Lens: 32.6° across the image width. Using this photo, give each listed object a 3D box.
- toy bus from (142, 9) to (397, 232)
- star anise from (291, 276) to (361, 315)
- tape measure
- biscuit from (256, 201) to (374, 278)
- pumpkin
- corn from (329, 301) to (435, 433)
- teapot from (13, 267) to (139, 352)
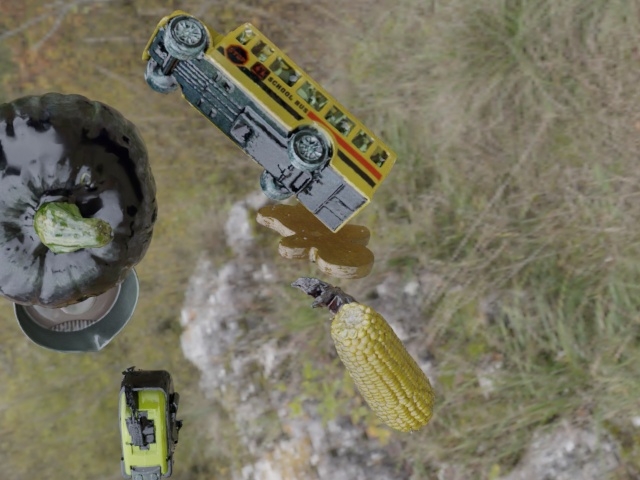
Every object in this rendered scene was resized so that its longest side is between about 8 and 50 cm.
[{"bbox_3d":[-0.065,-0.162,1.378,0.335,0.123,0.121,42,149,-3],"label":"toy bus"},{"bbox_3d":[0.020,0.099,1.843,0.141,0.141,0.042,36,98,41],"label":"star anise"},{"bbox_3d":[-0.315,0.330,2.029,0.199,0.112,0.186,-104,10,-70],"label":"tape measure"},{"bbox_3d":[0.000,0.000,2.116,0.301,0.196,0.049,41,136,50],"label":"biscuit"},{"bbox_3d":[-0.356,-0.042,1.444,0.295,0.295,0.296,16,111,48],"label":"pumpkin"},{"bbox_3d":[0.086,0.176,1.494,0.260,0.091,0.091,56,-179,-44],"label":"corn"},{"bbox_3d":[-0.446,0.006,1.827,0.344,0.253,0.300,39,146,56],"label":"teapot"}]
